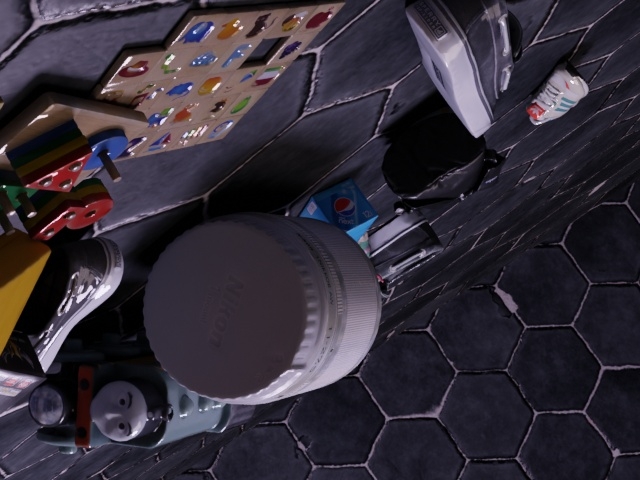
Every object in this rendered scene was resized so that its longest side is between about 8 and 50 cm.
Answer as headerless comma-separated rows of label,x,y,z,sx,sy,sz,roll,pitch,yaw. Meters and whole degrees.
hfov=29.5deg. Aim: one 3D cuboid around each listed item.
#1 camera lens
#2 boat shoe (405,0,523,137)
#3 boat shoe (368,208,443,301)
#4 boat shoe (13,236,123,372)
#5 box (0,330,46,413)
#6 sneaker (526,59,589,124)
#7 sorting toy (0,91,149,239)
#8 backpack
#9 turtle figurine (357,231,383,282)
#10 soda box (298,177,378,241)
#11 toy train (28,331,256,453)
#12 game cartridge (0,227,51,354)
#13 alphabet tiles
camera lens,-0.061,0.078,1.442,0.219,0.219,0.274,-37,168,15
boat shoe,0.164,-0.197,1.268,0.102,0.108,0.301,-34,161,4
boat shoe,0.075,0.073,2.073,0.306,0.105,0.113,-37,168,11
boat shoe,-0.285,0.075,1.192,0.228,0.080,0.076,-39,153,30
box,-0.385,0.136,1.071,0.183,0.056,0.231,-38,153,12
sneaker,0.345,-0.210,1.796,0.075,0.057,0.161,-39,171,-4
sorting toy,-0.210,-0.050,0.924,0.132,0.046,0.274,-36,165,18
backpack,0.159,-0.105,1.575,0.152,0.115,0.182,-25,171,13
turtle figurine,0.027,0.069,1.904,0.175,0.118,0.234,-36,170,5
soda box,0.000,0.000,1.672,0.071,0.067,0.210,-28,167,-30
toy train,-0.215,0.190,1.518,0.190,0.142,0.334,2,179,21
game cartridge,-0.325,0.160,0.888,0.324,0.052,0.285,-61,-178,13
alphabet tiles,-0.107,-0.129,1.015,0.198,0.009,0.237,-43,165,36
